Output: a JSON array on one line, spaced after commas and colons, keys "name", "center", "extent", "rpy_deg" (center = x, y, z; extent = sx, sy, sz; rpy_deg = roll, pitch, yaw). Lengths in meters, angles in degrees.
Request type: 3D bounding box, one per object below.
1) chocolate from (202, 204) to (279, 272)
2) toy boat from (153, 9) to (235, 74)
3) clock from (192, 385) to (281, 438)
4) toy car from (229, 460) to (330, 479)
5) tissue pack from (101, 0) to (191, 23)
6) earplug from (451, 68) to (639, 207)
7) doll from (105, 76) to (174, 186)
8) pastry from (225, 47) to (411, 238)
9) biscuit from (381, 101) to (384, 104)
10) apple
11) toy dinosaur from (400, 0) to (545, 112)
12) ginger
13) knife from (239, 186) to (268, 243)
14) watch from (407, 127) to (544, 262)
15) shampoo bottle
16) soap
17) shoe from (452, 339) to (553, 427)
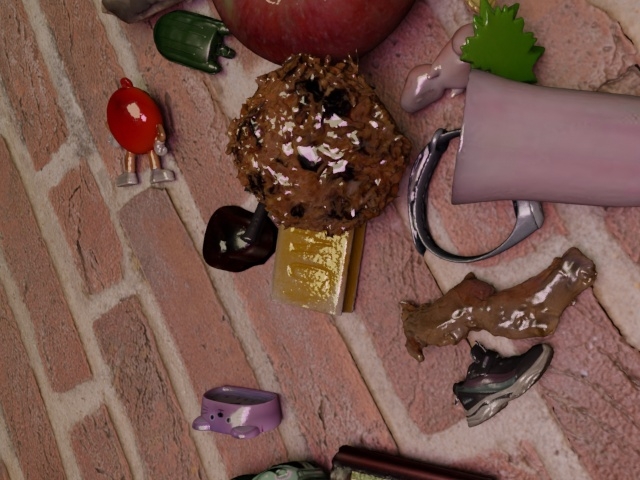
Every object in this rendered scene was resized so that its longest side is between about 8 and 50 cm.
[{"name": "chocolate", "center": [-0.155, -0.009, 1.025], "extent": [0.149, 0.080, 0.125], "rpy_deg": [-19, 82, 29]}, {"name": "toy boat", "center": [-0.256, -0.393, 1.095], "extent": [0.210, 0.052, 0.104], "rpy_deg": [24, 104, 27]}, {"name": "clock", "center": [-0.153, 0.306, 1.007], "extent": [0.153, 0.110, 0.050], "rpy_deg": [0, 93, 27]}, {"name": "toy car", "center": [-0.114, 0.471, 0.979], "extent": [0.306, 0.136, 0.125], "rpy_deg": [-49, 48, 18]}, {"name": "tissue pack", "center": [-0.289, -0.640, 1.033], "extent": [0.390, 0.195, 0.375], "rpy_deg": [-7, 93, 28]}, {"name": "earplug", "center": [0.322, -0.108, 0.676], "extent": [0.302, 0.172, 0.172], "rpy_deg": [9, 95, 15]}, {"name": "doll", "center": [-0.380, -0.221, 1.147], "extent": [0.183, 0.085, 0.217], "rpy_deg": [-1, 107, 30]}, {"name": "pastry", "center": [0.000, -0.139, 0.819], "extent": [0.275, 0.193, 0.274], "rpy_deg": [9, 122, 14]}, {"name": "biscuit", "center": [0.075, -0.183, 0.936], "extent": [0.082, 0.018, 0.083], "rpy_deg": [-9, 87, 27]}, {"name": "apple", "center": [0.000, -0.418, 0.848], "extent": [0.345, 0.269, 0.344], "rpy_deg": [8, 108, 23]}, {"name": "toy dinosaur", "center": [0.221, -0.259, 0.820], "extent": [0.194, 0.152, 0.177], "rpy_deg": [-62, 26, 5]}, {"name": "ginger", "center": [0.253, 0.095, 0.813], "extent": [0.290, 0.084, 0.122], "rpy_deg": [-21, 38, 24]}, {"name": "knife", "center": [-0.098, -0.103, 0.988], "extent": [0.060, 0.028, 0.230], "rpy_deg": [18, 76, 10]}, {"name": "watch", "center": [0.219, -0.072, 0.833], "extent": [0.193, 0.068, 0.206], "rpy_deg": [-14, 85, 27]}, {"name": "shampoo bottle", "center": [0.172, 0.404, 0.848], "extent": [0.323, 0.084, 0.129], "rpy_deg": [4, 95, 28]}, {"name": "soap", "center": [0.000, 0.000, 0.945], "extent": [0.140, 0.073, 0.231], "rpy_deg": [10, 94, 24]}, {"name": "shoe", "center": [0.253, 0.190, 0.816], "extent": [0.169, 0.071, 0.099], "rpy_deg": [-48, 63, 20]}]
